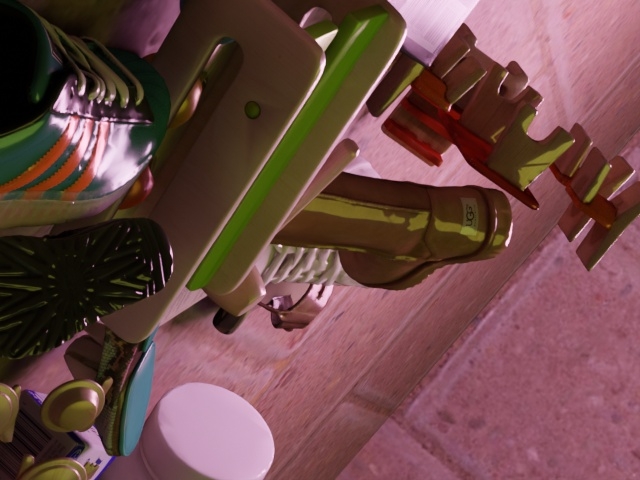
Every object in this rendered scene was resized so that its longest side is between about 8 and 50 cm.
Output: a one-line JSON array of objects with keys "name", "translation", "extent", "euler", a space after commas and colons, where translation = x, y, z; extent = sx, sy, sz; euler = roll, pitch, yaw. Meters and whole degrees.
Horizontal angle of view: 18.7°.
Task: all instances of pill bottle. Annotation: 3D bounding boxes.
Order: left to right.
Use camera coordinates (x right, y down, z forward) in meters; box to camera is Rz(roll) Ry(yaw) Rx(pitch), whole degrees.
[{"name": "pill bottle", "translation": [-0.170, 0.298, 2.008], "extent": [0.176, 0.176, 0.318], "euler": [-32, 159, -51]}]

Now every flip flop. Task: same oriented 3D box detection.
[{"name": "flip flop", "translation": [-0.023, 0.048, 1.988], "extent": [0.112, 0.080, 0.277], "euler": [-53, 167, 16]}]

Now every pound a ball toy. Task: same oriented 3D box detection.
[{"name": "pound a ball toy", "translation": [-0.071, -0.070, 1.373], "extent": [0.208, 0.136, 0.319], "euler": [-28, 158, -55]}]

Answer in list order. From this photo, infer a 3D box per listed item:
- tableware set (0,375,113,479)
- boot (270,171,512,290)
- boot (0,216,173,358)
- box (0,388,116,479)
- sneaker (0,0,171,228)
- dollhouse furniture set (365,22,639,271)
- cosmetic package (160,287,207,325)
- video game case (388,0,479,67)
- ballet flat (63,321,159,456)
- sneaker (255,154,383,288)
[{"name": "tableware set", "translation": [-0.247, 0.167, 1.568], "extent": [0.168, 0.020, 0.141], "euler": [7, 122, -35]}, {"name": "boot", "translation": [-0.005, -0.023, 1.663], "extent": [0.269, 0.089, 0.236], "euler": [6, 164, -32]}, {"name": "boot", "translation": [-0.215, 0.036, 1.196], "extent": [0.208, 0.076, 0.189], "euler": [-5, -177, 43]}, {"name": "box", "translation": [-0.255, 0.203, 1.692], "extent": [0.126, 0.072, 0.137], "euler": [-48, 168, 0]}, {"name": "sneaker", "translation": [-0.165, -0.080, 1.098], "extent": [0.121, 0.108, 0.302], "euler": [-51, 166, 29]}, {"name": "dollhouse furniture set", "translation": [0.144, -0.095, 1.798], "extent": [0.135, 0.262, 0.259], "euler": [-51, -161, 13]}, {"name": "cosmetic package", "translation": [-0.132, 0.036, 1.685], "extent": [0.115, 0.041, 0.060], "euler": [-33, 160, -50]}, {"name": "video game case", "translation": [0.099, -0.268, 1.479], "extent": [0.248, 0.035, 0.275], "euler": [-52, 156, 8]}, {"name": "ballet flat", "translation": [-0.170, 0.083, 1.608], "extent": [0.077, 0.079, 0.222], "euler": [-64, 173, -52]}, {"name": "sneaker", "translation": [0.000, 0.000, 1.841], "extent": [0.290, 0.123, 0.106], "euler": [-30, 159, -52]}]
